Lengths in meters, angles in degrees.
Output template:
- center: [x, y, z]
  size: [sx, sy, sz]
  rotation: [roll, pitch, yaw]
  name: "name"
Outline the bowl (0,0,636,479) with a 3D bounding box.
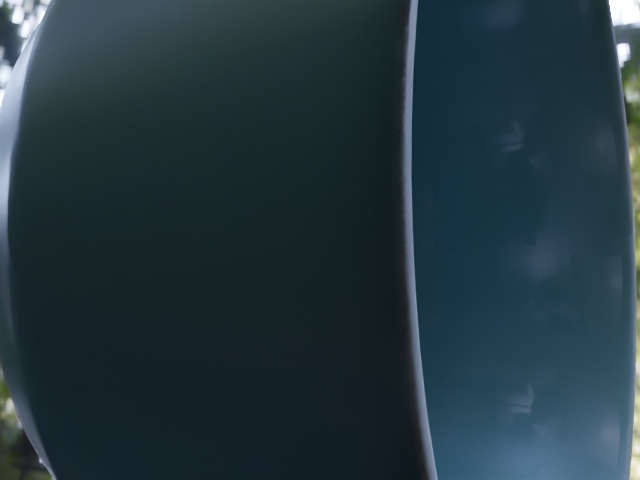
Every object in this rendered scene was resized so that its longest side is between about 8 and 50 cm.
- center: [0.000, 0.000, 0.653]
  size: [0.163, 0.311, 0.311]
  rotation: [-2, -45, 21]
  name: "bowl"
